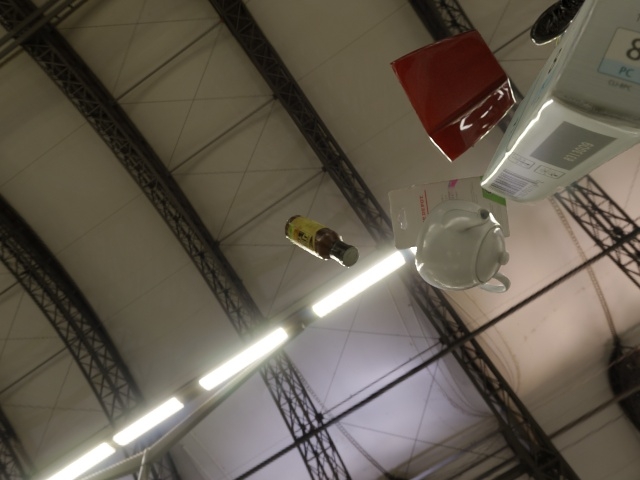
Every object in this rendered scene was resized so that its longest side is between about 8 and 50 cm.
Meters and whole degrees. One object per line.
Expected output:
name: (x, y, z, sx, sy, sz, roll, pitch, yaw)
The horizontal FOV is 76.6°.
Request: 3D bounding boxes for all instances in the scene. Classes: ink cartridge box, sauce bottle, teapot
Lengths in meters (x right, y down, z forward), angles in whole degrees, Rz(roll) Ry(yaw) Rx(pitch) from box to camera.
ink cartridge box: (0.316, -0.248, 0.441, 0.091, 0.308, 0.384, 24, -90, 14)
ink cartridge box: (0.404, -0.088, 1.319, 0.354, 0.119, 0.206, -7, -89, 5)
sauce bottle: (0.000, 0.000, 1.433, 0.112, 0.345, 0.111, -13, -66, -32)
teapot: (0.374, 0.026, 1.008, 0.256, 0.187, 0.252, -9, -70, -44)

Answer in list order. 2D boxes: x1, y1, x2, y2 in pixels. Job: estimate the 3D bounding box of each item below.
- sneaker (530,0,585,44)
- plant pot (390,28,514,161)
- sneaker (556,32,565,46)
sneaker: (0.407, -0.389, 0.630, 0.170, 0.051, 0.089, -33, -17, 27)
plant pot: (0.399, -0.432, 1.177, 0.236, 0.267, 0.267, -31, -21, 24)
sneaker: (0.854, -0.649, 1.405, 0.053, 0.059, 0.144, -53, -44, -27)
